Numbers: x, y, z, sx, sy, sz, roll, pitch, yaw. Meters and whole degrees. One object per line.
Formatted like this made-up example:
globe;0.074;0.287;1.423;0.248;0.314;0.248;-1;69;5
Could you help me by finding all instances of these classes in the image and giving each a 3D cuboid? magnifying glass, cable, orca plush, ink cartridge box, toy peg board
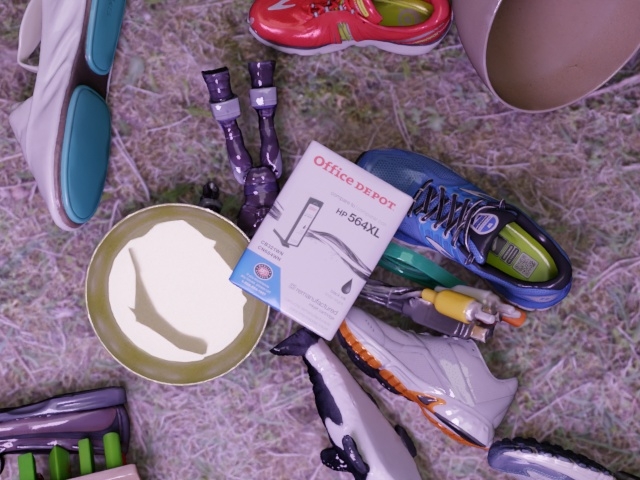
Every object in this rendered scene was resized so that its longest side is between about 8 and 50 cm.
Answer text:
magnifying glass;0.167;0.056;1.525;0.231;0.092;0.026;28;77;-9
cable;0.121;0.064;1.496;0.287;0.139;0.072;21;96;27
orca plush;0.023;0.254;1.476;0.102;0.151;0.287;-40;88;24
ink cartridge box;0.000;0.000;1.421;0.148;0.086;0.203;30;86;0
toy peg board;-0.296;0.317;1.440;0.161;0.160;0.079;-13;49;-5

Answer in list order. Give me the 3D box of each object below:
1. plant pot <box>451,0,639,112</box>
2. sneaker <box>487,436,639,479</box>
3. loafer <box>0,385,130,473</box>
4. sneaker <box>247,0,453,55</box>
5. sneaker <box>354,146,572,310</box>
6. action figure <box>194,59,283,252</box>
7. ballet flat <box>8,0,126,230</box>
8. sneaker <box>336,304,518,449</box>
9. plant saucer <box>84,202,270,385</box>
plant pot;0.283;-0.337;1.513;0.284;0.284;0.191;-31;50;-7
sneaker;0.334;0.340;1.462;0.283;0.110;0.122;23;89;-8
loafer;-0.389;0.255;1.454;0.302;0.109;0.095;-11;86;-7
sneaker;0.041;-0.314;1.548;0.279;0.118;0.107;-1;81;-3
sneaker;0.191;-0.029;1.500;0.330;0.147;0.130;29;81;3
action figure;-0.081;-0.091;1.523;0.185;0.099;0.285;-10;97;-11
ballet flat;-0.341;-0.205;1.522;0.139;0.139;0.400;5;77;-2
sneaker;0.140;0.154;1.506;0.262;0.099;0.121;38;74;-5
plant saucer;-0.183;0.068;1.493;0.241;0.037;0.241;0;100;2
